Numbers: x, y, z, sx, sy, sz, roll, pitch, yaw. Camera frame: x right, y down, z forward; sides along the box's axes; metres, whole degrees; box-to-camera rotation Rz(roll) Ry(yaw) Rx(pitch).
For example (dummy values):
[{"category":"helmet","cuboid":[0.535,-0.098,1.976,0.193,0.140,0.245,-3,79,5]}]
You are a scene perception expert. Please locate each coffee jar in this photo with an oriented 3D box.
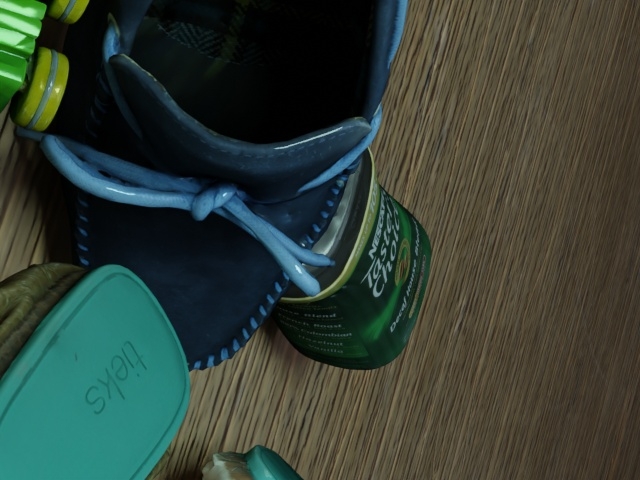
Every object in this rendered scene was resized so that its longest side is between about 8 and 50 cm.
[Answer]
[{"category":"coffee jar","cuboid":[0.000,0.000,0.999,0.184,0.079,0.096,49,55,-67]}]

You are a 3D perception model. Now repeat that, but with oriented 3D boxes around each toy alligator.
[{"category":"toy alligator","cuboid":[-0.109,-0.102,0.673,0.051,0.056,0.190,-6,-112,66]}]

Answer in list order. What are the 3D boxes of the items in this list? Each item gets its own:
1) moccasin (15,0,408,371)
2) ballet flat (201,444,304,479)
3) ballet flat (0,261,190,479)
[{"category":"moccasin","cuboid":[-0.040,-0.068,0.698,0.117,0.137,0.342,-89,-171,-49]},{"category":"ballet flat","cuboid":[0.001,0.219,1.078,0.409,0.147,0.147,44,59,-67]},{"category":"ballet flat","cuboid":[-0.139,0.101,0.583,0.116,0.124,0.342,60,19,-13]}]
